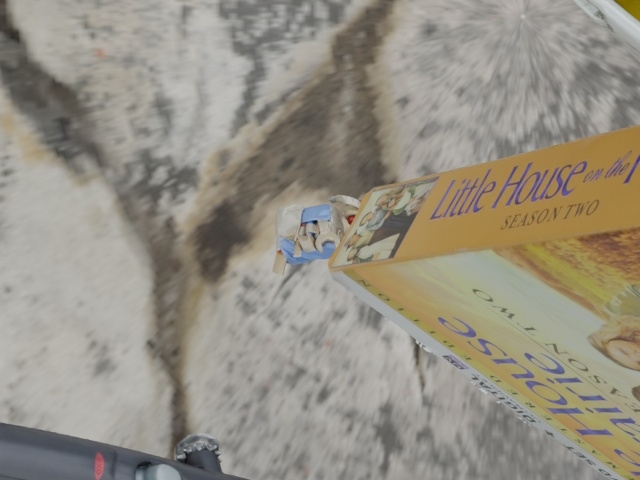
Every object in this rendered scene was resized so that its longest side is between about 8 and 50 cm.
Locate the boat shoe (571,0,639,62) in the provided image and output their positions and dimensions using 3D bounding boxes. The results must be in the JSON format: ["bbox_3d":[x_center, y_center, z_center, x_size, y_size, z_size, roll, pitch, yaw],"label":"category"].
[{"bbox_3d":[0.147,-0.158,0.918,0.136,0.156,0.367,-36,72,2],"label":"boat shoe"}]

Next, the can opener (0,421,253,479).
[{"bbox_3d":[-0.098,0.102,0.804,0.186,0.073,0.059,23,136,-29],"label":"can opener"}]

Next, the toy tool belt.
[{"bbox_3d":[0.000,0.000,1.535,0.083,0.052,0.051,-10,58,31],"label":"toy tool belt"}]

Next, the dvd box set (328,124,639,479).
[{"bbox_3d":[0.208,0.062,0.871,0.307,0.420,0.062,36,74,-16],"label":"dvd box set"}]
